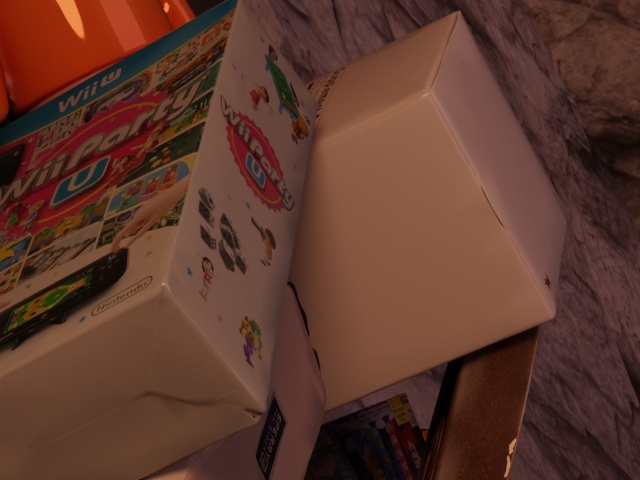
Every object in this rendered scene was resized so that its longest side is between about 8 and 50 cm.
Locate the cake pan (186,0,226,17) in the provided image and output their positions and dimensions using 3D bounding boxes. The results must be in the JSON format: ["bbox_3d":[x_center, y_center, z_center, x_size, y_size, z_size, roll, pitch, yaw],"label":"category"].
[{"bbox_3d":[-0.079,-0.104,1.457,0.293,0.054,0.293,51,25,-35],"label":"cake pan"}]

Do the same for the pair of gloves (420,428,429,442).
[{"bbox_3d":[0.109,0.217,1.625,0.074,0.010,0.083,9,62,-68],"label":"pair of gloves"}]

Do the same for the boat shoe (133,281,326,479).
[{"bbox_3d":[-0.105,0.145,0.967,0.340,0.158,0.127,-64,140,-63],"label":"boat shoe"}]

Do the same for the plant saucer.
[{"bbox_3d":[0.096,0.171,1.220,0.310,0.050,0.311,14,90,-88],"label":"plant saucer"}]

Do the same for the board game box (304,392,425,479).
[{"bbox_3d":[0.052,0.233,1.394,0.194,0.060,0.194,-5,73,-69],"label":"board game box"}]

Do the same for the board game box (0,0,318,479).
[{"bbox_3d":[-0.126,0.015,0.965,0.097,0.224,0.303,53,23,-25],"label":"board game box"}]

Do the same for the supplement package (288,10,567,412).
[{"bbox_3d":[0.000,0.000,1.190,0.177,0.293,0.175,60,21,-17],"label":"supplement package"}]

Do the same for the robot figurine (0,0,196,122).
[{"bbox_3d":[-0.170,-0.141,1.174,0.219,0.128,0.158,64,18,-3],"label":"robot figurine"}]
